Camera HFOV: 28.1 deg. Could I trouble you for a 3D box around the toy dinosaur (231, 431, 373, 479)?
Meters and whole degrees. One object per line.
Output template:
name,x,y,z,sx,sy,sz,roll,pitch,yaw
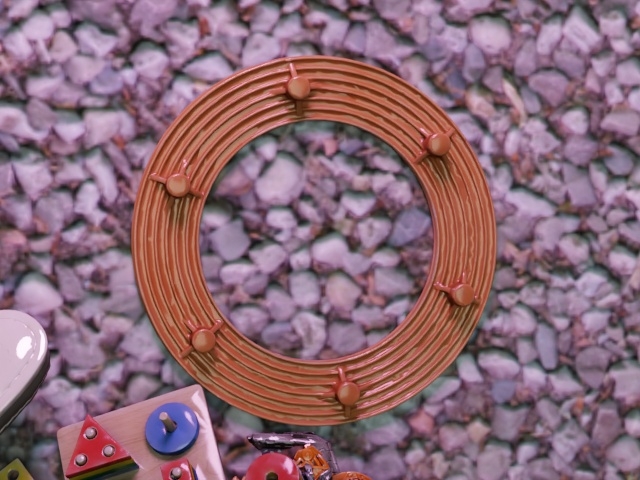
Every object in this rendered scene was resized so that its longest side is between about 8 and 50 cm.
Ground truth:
toy dinosaur,0.013,0.272,1.094,0.322,0.164,0.218,-3,70,15

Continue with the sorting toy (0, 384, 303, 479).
sorting toy,-0.160,0.195,1.068,0.274,0.046,0.132,-18,59,0

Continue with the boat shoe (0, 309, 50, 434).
boat shoe,-0.344,0.175,1.052,0.305,0.091,0.109,-39,60,-10

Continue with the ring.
ring,0.000,0.000,1.148,0.336,0.032,0.337,0,90,-12
